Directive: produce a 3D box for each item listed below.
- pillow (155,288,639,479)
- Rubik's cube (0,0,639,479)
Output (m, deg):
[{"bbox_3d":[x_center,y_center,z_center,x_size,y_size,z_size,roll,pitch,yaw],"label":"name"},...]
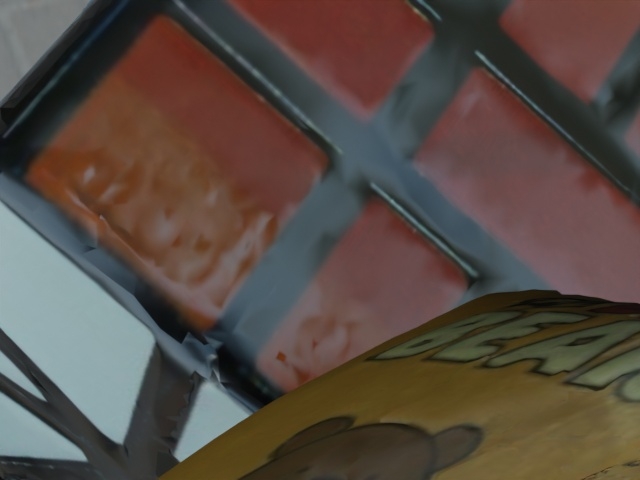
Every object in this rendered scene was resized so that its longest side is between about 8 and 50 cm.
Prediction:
[{"bbox_3d":[0.018,0.109,0.408,0.312,0.310,0.119,-34,103,-20],"label":"pillow"},{"bbox_3d":[0.000,0.000,0.774,0.293,0.283,0.288,43,151,-7],"label":"Rubik's cube"}]
